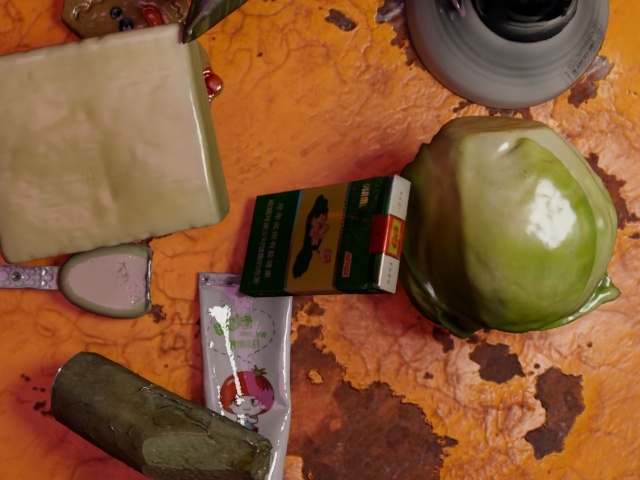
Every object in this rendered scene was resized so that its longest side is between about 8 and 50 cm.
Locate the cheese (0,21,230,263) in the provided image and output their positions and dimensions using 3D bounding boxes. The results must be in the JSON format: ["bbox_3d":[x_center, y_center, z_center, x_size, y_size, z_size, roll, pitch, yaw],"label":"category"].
[{"bbox_3d":[-0.262,-0.116,1.113,0.265,0.124,0.243,-11,98,0],"label":"cheese"}]

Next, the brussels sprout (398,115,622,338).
[{"bbox_3d":[0.212,-0.010,1.097,0.227,0.259,0.294,-36,127,-39],"label":"brussels sprout"}]

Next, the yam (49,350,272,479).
[{"bbox_3d":[-0.188,0.223,1.091,0.259,0.106,0.106,24,84,17],"label":"yam"}]

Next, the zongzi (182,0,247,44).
[{"bbox_3d":[-0.125,-0.494,1.107,0.432,0.208,0.403,-44,93,-17],"label":"zongzi"}]

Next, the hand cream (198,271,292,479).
[{"bbox_3d":[-0.092,0.205,1.159,0.121,0.076,0.336,1,79,-7],"label":"hand cream"}]

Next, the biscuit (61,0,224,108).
[{"bbox_3d":[-0.225,-0.241,1.185,0.166,0.036,0.226,-34,90,-8],"label":"biscuit"}]

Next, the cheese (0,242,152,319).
[{"bbox_3d":[-0.304,0.047,1.155,0.192,0.037,0.097,3,85,-6],"label":"cheese"}]

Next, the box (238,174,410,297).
[{"bbox_3d":[0.000,0.000,1.098,0.034,0.235,0.132,23,70,-41],"label":"box"}]

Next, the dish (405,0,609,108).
[{"bbox_3d":[0.254,-0.316,1.190,0.273,0.134,0.274,1,85,-6],"label":"dish"}]
